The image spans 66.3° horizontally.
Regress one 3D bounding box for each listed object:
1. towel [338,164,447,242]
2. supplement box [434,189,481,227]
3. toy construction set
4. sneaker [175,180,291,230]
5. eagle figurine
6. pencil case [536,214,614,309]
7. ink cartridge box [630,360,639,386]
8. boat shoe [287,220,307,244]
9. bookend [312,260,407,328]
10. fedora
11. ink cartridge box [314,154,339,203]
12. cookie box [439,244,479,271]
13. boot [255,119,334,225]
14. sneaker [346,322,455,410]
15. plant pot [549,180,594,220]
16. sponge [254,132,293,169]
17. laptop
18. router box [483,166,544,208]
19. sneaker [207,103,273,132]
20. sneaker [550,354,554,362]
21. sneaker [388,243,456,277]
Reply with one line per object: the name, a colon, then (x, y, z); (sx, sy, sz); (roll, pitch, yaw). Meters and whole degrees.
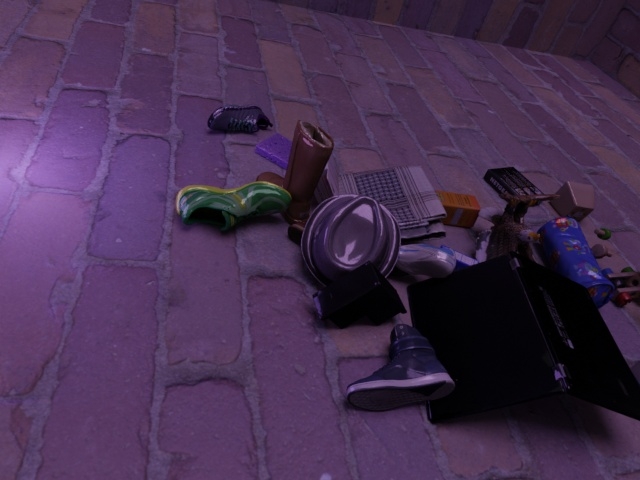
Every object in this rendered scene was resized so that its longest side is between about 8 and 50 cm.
towel: (0.178, -0.108, 1.403); (0.312, 0.056, 0.324); (-7, 43, -1)
supplement box: (0.368, -0.104, 1.516); (0.233, 0.080, 0.078); (5, 41, -9)
toy construction set: (0.969, 0.078, 1.467); (0.237, 0.257, 0.309); (12, 14, -34)
sneaker: (-0.220, -0.078, 1.268); (0.295, 0.109, 0.123); (-5, 53, -12)
eagle figurine: (0.552, 0.016, 1.375); (0.226, 0.298, 0.225); (2, 2, 25)
pencil case: (0.742, 0.062, 1.431); (0.133, 0.119, 0.306); (4, 43, -3)
ink cartridge box: (0.891, 0.356, 1.182); (0.203, 0.086, 0.148); (5, 42, -13)
boat shoe: (0.000, 0.000, 1.279); (0.178, 0.064, 0.060); (31, 44, 19)
bookend: (0.092, 0.146, 1.129); (0.157, 0.156, 0.072); (44, 18, -45)
fedora: (0.081, -0.013, 1.174); (0.243, 0.124, 0.275); (28, 71, 5)
ink cartridge box: (0.006, -0.191, 1.419); (0.067, 0.115, 0.198); (-15, 42, 12)
cookie box: (0.351, 0.073, 1.303); (0.107, 0.092, 0.040); (26, 44, 8)
boot: (-0.073, -0.202, 1.320); (0.089, 0.269, 0.236); (-23, 55, -37)
sneaker: (0.144, 0.260, 1.026); (0.226, 0.086, 0.163); (-2, 41, -17)
plant pot: (0.891, -0.130, 1.718); (0.109, 0.109, 0.096); (8, 53, -11)
sponge: (-0.092, -0.268, 1.571); (0.210, 0.031, 0.117); (33, 44, 15)
laptop: (0.454, 0.242, 1.128); (0.408, 0.236, 0.382); (23, 39, -18)
router box: (0.692, -0.193, 1.756); (0.133, 0.046, 0.179); (-8, 47, -27)
sneaker: (-0.260, -0.394, 1.616); (0.223, 0.083, 0.098); (-27, 62, -40)
sneaker: (0.476, 0.290, 1.128); (0.162, 0.063, 0.073); (-20, 49, -36)
sneaker: (0.229, 0.044, 1.263); (0.237, 0.085, 0.086); (7, 36, 24)
